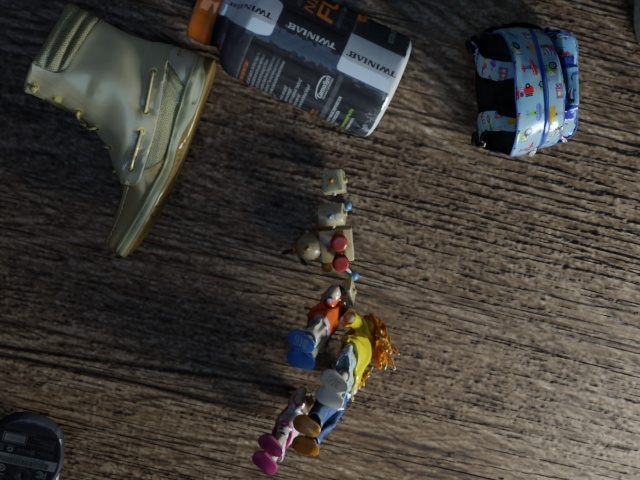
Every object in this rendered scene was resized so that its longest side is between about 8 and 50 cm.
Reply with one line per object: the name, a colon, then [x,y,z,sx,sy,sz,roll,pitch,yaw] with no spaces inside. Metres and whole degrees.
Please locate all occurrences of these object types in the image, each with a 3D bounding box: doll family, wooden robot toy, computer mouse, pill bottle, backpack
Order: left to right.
computer mouse: [-0.431,0.317,1.259,0.184,0.060,0.262,10,112,-7]
pill bottle: [-0.029,-0.227,1.125,0.246,0.130,0.130,24,99,-6]
wooden robot toy: [0.000,0.000,1.203,0.079,0.076,0.173,-4,101,11]
doll family: [0.019,0.175,1.178,0.118,0.163,0.263,25,121,10]
backpack: [0.240,-0.175,1.119,0.117,0.173,0.158,-5,100,0]

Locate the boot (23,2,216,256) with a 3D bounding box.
boot: [-0.261,-0.131,1.155,0.203,0.095,0.262,22,98,-6]

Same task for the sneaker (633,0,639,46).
sneaker: [0.408,-0.355,1.115,0.108,0.121,0.302,-14,100,3]
